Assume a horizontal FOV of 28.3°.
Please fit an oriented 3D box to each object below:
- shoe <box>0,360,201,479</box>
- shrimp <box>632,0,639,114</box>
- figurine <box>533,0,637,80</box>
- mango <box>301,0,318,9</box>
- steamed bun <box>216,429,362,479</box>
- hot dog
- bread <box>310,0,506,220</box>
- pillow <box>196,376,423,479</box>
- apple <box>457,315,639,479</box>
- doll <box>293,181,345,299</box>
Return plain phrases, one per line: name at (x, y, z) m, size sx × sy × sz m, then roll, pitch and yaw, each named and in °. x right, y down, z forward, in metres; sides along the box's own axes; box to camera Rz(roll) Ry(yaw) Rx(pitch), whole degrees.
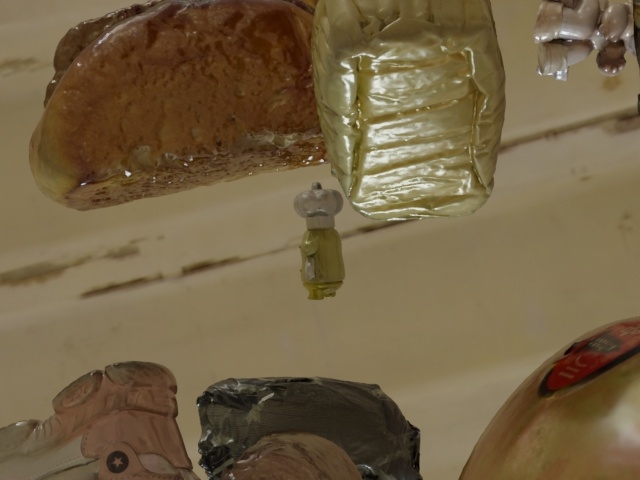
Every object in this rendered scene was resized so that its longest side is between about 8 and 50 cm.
shoe at (-0.298, 0.304, 1.513) m, size 0.172 × 0.351 × 0.198 m, roll 18°, pitch -141°, yaw -56°
shrimp at (0.315, -0.191, 1.156) m, size 0.091 × 0.034 × 0.161 m, roll -26°, pitch -57°, yaw -38°
figurine at (0.373, -0.243, 1.435) m, size 0.144 × 0.257 × 0.182 m, roll -66°, pitch -24°, yaw -63°
mango at (0.092, -0.261, 1.624) m, size 0.290 × 0.160 × 0.191 m, roll 47°, pitch -136°, yaw -5°
steamed bun at (-0.056, 0.373, 1.405) m, size 0.301 × 0.199 × 0.251 m, roll -62°, pitch -9°, yaw 4°
hot dog at (-0.143, -0.178, 1.467) m, size 0.185 × 0.405 × 0.223 m, roll 117°, pitch 141°, yaw -76°
bread at (0.066, -0.113, 0.946) m, size 0.236 × 0.140 × 0.106 m, roll 80°, pitch -177°, yaw -56°
pillow at (-0.008, 0.267, 1.722) m, size 0.335 × 0.092 × 0.161 m, roll 7°, pitch -107°, yaw -24°
apple at (0.255, 0.256, 0.864) m, size 0.391 × 0.346 × 0.391 m, roll 38°, pitch -169°, yaw -9°
doll at (0.000, 0.000, 1.758) m, size 0.106 × 0.062 × 0.162 m, roll -5°, pitch -86°, yaw -66°
